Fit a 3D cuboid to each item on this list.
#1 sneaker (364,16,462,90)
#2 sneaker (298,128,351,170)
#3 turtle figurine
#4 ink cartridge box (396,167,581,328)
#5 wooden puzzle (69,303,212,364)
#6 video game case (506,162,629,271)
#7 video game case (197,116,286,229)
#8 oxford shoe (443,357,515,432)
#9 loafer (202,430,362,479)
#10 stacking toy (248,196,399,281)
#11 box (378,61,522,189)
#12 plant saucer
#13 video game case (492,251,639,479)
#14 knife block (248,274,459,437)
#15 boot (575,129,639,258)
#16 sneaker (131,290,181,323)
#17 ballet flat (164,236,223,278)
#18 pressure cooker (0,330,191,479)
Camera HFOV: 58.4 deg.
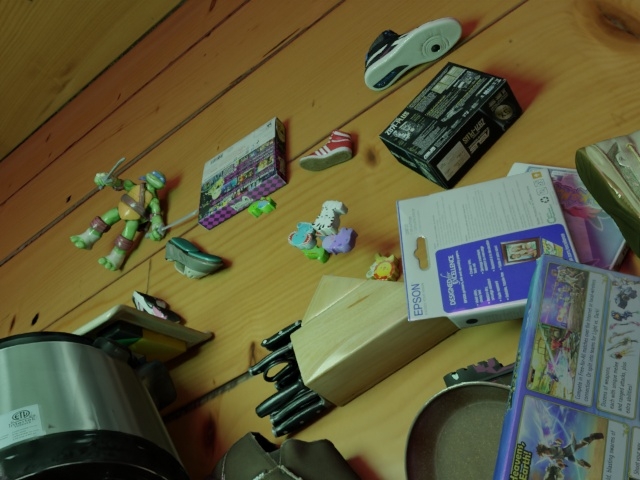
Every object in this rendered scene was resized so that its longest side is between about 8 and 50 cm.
[{"bbox_3d":[0.177,-0.409,1.169,0.217,0.079,0.121,-26,44,27],"label":"sneaker"},{"bbox_3d":[0.012,-0.184,1.162,0.119,0.042,0.067,-11,55,28],"label":"sneaker"},{"bbox_3d":[-0.484,-0.065,1.404,0.266,0.198,0.275,-53,35,0],"label":"turtle figurine"},{"bbox_3d":[0.209,0.010,0.734,0.208,0.045,0.206,-11,48,15],"label":"ink cartridge box"},{"bbox_3d":[-0.350,0.197,1.030,0.221,0.239,0.044,-29,58,22],"label":"wooden puzzle"},{"bbox_3d":[0.306,-0.018,0.760,0.201,0.023,0.183,18,71,49],"label":"video game case"},{"bbox_3d":[-0.180,-0.156,1.318,0.232,0.042,0.210,-28,42,23],"label":"video game case"},{"bbox_3d":[0.256,0.161,0.624,0.227,0.083,0.096,-27,61,25],"label":"oxford shoe"},{"bbox_3d":[-0.017,0.299,0.694,0.366,0.134,0.130,-5,50,46],"label":"loafer"},{"bbox_3d":[0.000,0.000,0.916,0.221,0.167,0.052,8,64,46],"label":"stacking toy"},{"bbox_3d":[0.213,-0.194,0.953,0.180,0.077,0.147,-47,38,0],"label":"box"},{"bbox_3d":[0.182,0.244,0.591,0.199,0.036,0.198,-3,84,37],"label":"plant saucer"},{"bbox_3d":[0.291,0.165,0.499,0.245,0.061,0.269,15,64,14],"label":"video game case"},{"bbox_3d":[0.029,0.175,0.804,0.276,0.088,0.242,2,60,44],"label":"knife block"},{"bbox_3d":[0.416,-0.055,0.642,0.165,0.077,0.213,-26,59,4],"label":"boot"},{"bbox_3d":[-0.361,0.162,1.198,0.178,0.072,0.077,24,86,56],"label":"sneaker"},{"bbox_3d":[-0.271,0.047,1.225,0.213,0.072,0.068,21,101,51],"label":"ballet flat"},{"bbox_3d":[-0.398,0.334,0.828,0.420,0.370,0.375,31,97,54],"label":"pressure cooker"}]
